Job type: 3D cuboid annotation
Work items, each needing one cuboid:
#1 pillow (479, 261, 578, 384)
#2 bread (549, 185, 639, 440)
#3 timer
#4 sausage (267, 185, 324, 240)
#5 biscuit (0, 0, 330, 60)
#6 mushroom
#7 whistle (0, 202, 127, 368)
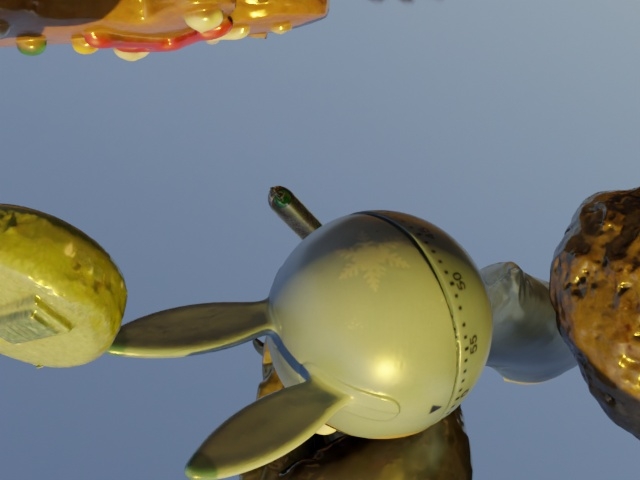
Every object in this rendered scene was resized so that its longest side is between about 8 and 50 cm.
[{"bbox_3d":[0.176,0.083,1.215,0.254,0.144,0.078,20,-130,-54],"label":"pillow"},{"bbox_3d":[0.292,0.056,1.049,0.230,0.123,0.230,22,-127,-32],"label":"bread"},{"bbox_3d":[0.001,0.083,0.894,0.255,0.175,0.175,-32,-113,-16],"label":"timer"},{"bbox_3d":[0.000,0.000,1.562,0.269,0.032,0.033,46,-167,-54],"label":"sausage"},{"bbox_3d":[-0.144,-0.170,1.018,0.339,0.216,0.047,-6,-85,-33],"label":"biscuit"},{"bbox_3d":[0.030,0.215,1.070,0.217,0.211,0.292,69,-168,-46],"label":"mushroom"},{"bbox_3d":[-0.187,0.037,0.693,0.104,0.198,0.057,45,-134,-34],"label":"whistle"}]
